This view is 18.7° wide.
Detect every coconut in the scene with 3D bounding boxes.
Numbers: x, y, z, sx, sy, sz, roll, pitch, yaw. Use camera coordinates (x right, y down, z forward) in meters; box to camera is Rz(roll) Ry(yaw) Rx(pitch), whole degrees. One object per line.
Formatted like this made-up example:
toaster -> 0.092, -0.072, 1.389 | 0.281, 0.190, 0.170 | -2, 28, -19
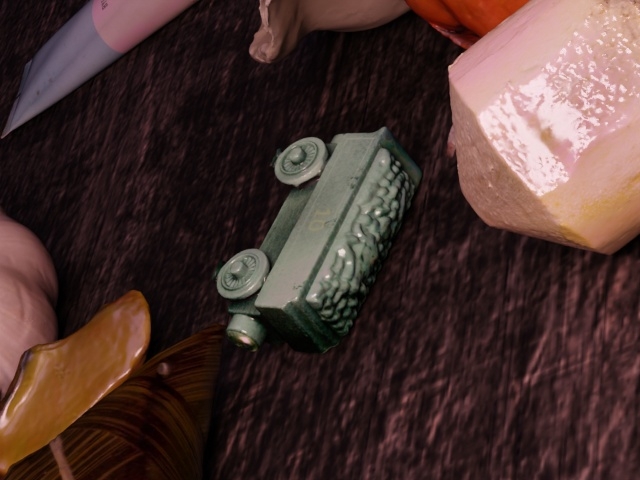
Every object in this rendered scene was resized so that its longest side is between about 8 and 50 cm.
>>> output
coconut -> 0.145, -0.066, 1.092 | 0.152, 0.147, 0.147 | -37, 30, 12

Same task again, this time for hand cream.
hand cream -> -0.184, -0.199, 1.780 | 0.312, 0.070, 0.111 | -34, 32, 36

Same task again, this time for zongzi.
zongzi -> -0.087, 0.159, 1.156 | 0.241, 0.111, 0.247 | -47, 34, -14

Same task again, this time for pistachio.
pistachio -> -0.178, 0.108, 1.386 | 0.173, 0.049, 0.089 | -46, 52, -2

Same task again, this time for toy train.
toy train -> 0.000, 0.000, 1.272 | 0.099, 0.070, 0.172 | 2, 55, 41

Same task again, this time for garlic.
garlic -> -0.264, 0.061, 1.480 | 0.142, 0.178, 0.229 | -4, 62, 9

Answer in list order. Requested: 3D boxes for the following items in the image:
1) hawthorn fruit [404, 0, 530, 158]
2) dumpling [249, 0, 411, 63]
hawthorn fruit -> 0.130, -0.192, 1.204 | 0.211, 0.211, 0.299 | 12, 78, 57
dumpling -> 0.028, -0.275, 1.347 | 0.395, 0.233, 0.315 | 111, 179, -45
